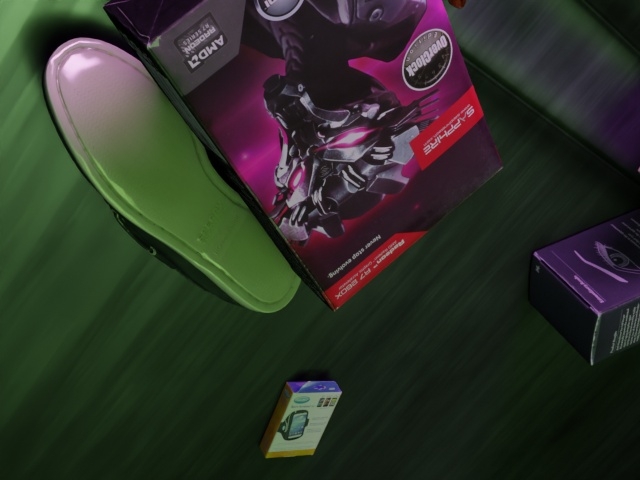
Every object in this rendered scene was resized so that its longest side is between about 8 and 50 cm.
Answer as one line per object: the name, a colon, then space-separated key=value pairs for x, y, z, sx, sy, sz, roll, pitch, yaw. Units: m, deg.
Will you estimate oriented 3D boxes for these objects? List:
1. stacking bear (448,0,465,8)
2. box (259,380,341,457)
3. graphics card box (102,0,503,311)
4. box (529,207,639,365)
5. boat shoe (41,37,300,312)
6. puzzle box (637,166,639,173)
stacking bear: x=0.121 y=-0.339 z=0.816 sx=0.164 sy=0.175 sz=0.289 roll=1 pitch=153 yaw=19
box: x=-0.026 y=0.244 z=1.268 sx=0.081 sy=0.028 sz=0.136 roll=5 pitch=118 yaw=-33
graphics card box: x=0.011 y=-0.124 z=0.795 sx=0.233 sy=0.094 sz=0.371 roll=-39 pitch=136 yaw=-6
box: x=0.431 y=0.062 z=1.313 sx=0.207 sy=0.153 sz=0.108 roll=-20 pitch=132 yaw=-15
boat shoe: x=-0.158 y=-0.054 z=0.901 sx=0.340 sy=0.113 sz=0.127 roll=43 pitch=65 yaw=-32
puzzle box: x=0.597 y=-0.192 z=1.215 sx=0.272 sy=0.052 sz=0.409 roll=34 pitch=87 yaw=-43
